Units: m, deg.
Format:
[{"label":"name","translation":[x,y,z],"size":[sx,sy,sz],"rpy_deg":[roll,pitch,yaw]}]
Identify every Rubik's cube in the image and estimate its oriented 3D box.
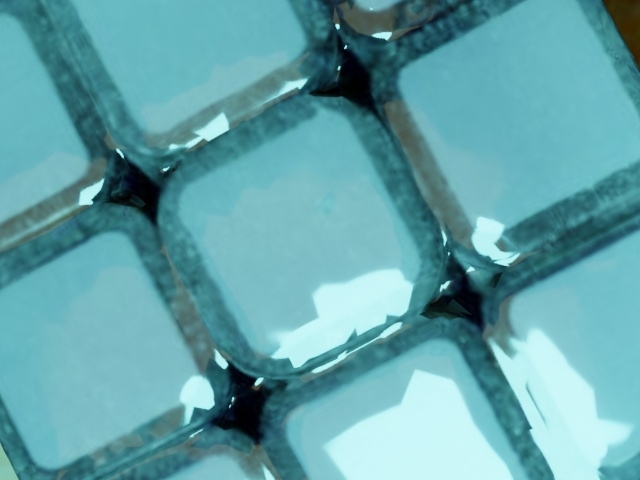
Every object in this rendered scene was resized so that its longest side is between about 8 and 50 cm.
[{"label":"Rubik's cube","translation":[0.000,0.000,0.452],"size":[0.303,0.301,0.305],"rpy_deg":[-29,89,3]}]

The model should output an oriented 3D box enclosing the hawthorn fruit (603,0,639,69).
[{"label":"hawthorn fruit","translation":[0.275,-0.119,0.528],"size":[0.307,0.265,0.265],"rpy_deg":[38,105,-21]}]
